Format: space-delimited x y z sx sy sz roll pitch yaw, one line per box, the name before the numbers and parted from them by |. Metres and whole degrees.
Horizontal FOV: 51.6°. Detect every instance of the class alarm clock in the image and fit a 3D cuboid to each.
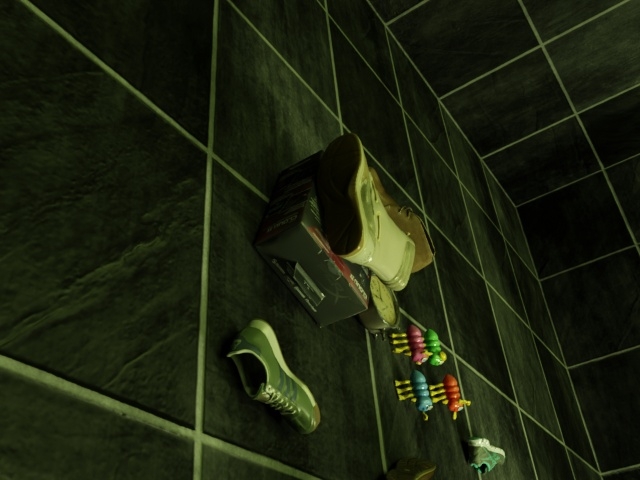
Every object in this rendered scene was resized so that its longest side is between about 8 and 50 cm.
alarm clock | 0.107 0.116 1.411 0.129 0.064 0.192 -13 82 -65

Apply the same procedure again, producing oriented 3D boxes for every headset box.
headset box | 0.000 0.000 1.247 0.218 0.110 0.293 52 27 -26

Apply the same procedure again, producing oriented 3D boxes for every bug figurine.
bug figurine | 0.251 0.301 1.518 0.279 0.072 0.216 21 49 -56

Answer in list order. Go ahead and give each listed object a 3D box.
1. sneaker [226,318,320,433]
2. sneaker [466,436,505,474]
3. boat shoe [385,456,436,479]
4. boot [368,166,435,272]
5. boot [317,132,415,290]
sneaker | -0.076 0.216 0.967 0.192 0.064 0.086 62 32 -7
sneaker | 0.405 0.542 1.637 0.166 0.065 0.076 37 53 -40
boat shoe | 0.165 0.451 1.234 0.178 0.064 0.060 2 96 -61
boot | 0.195 -0.065 1.695 0.305 0.115 0.112 64 26 1
boot | 0.091 -0.052 1.225 0.203 0.095 0.262 35 40 -46
